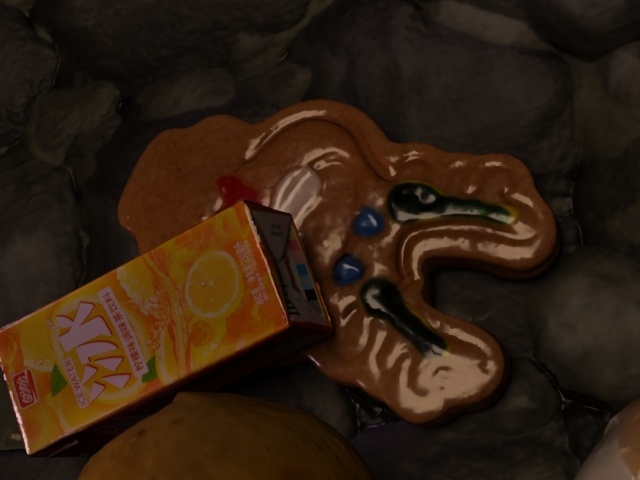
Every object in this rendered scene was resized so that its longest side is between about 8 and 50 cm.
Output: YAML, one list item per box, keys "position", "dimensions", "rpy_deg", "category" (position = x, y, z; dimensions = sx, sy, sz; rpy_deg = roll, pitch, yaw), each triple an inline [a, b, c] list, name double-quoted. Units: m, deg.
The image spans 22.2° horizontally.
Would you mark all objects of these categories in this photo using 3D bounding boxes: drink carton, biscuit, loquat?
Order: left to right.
- position: [-0.110, 0.064, 1.107]
  dimensions: [0.223, 0.071, 0.096]
  rpy_deg: [-26, 72, 22]
  category: "drink carton"
- position: [-0.059, 0.193, 0.997]
  dimensions: [0.208, 0.208, 0.208]
  rpy_deg: [-9, 65, 19]
  category: "loquat"
- position: [0.000, 0.000, 1.142]
  dimensions: [0.334, 0.047, 0.202]
  rpy_deg: [20, 77, 29]
  category: "biscuit"

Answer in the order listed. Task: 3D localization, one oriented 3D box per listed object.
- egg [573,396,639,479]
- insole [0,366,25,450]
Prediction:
- position: [0.243, 0.159, 0.882]
  dimensions: [0.244, 0.201, 0.201]
  rpy_deg: [-33, 59, -3]
  category: "egg"
- position: [-0.278, 0.111, 1.229]
  dimensions: [0.248, 0.011, 0.081]
  rpy_deg: [10, 71, 25]
  category: "insole"
